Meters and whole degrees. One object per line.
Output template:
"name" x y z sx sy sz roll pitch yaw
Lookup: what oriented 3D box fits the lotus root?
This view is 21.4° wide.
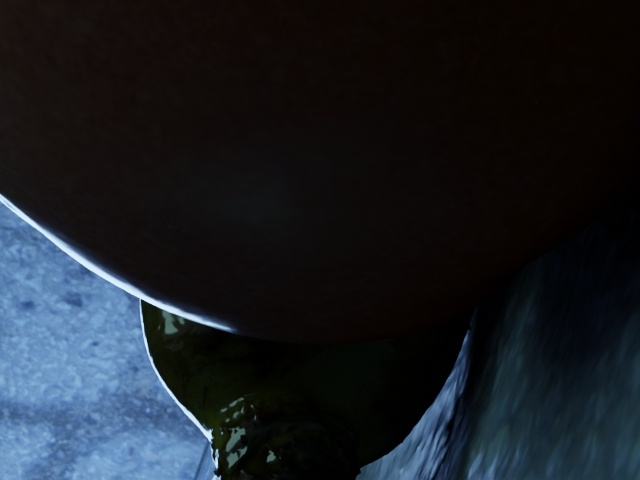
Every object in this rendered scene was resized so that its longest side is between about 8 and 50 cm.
"lotus root" 0.000 0.000 0.826 0.173 0.173 0.309 118 172 -58

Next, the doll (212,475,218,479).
"doll" -0.030 0.152 1.124 0.245 0.076 0.142 -69 2 -51

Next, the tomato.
"tomato" -0.013 -0.120 0.621 0.321 0.321 0.322 -159 90 -85
